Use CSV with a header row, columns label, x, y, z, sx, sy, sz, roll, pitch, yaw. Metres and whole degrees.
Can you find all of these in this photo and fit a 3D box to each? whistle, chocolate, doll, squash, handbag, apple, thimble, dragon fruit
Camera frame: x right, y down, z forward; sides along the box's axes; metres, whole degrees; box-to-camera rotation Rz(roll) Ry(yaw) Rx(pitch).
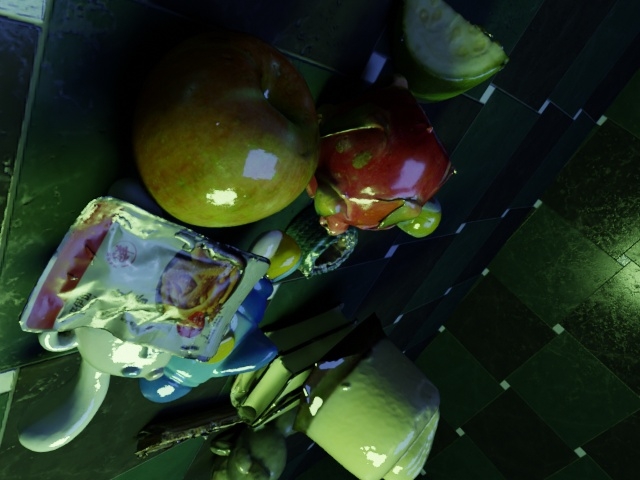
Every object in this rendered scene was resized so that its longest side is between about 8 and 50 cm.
label,x,y,z,sx,sy,sz,roll,pitch,yaw
whistle,0.211,-0.078,1.090,0.223,0.123,0.123,12,118,-43
chocolate,-0.291,0.443,1.092,0.102,0.065,0.329,-21,163,23
doll,-0.170,0.683,1.419,0.379,0.252,0.382,-22,151,-41
doll,-0.190,0.111,0.643,0.366,0.187,0.376,4,140,-51
squash,0.183,-0.311,0.798,0.111,0.203,0.288,-53,-171,10
handbag,-0.043,0.329,1.207,0.359,0.160,0.236,-10,140,-52
apple,-0.099,-0.107,0.475,0.196,0.196,0.196,-36,152,-23
chocolate,0.141,0.396,1.089,0.314,0.297,0.326,-32,142,-45
thimble,0.002,-0.002,0.887,0.135,0.090,0.118,-29,146,-29
dragon fruit,0.077,-0.120,0.698,0.227,0.224,0.224,-20,159,17

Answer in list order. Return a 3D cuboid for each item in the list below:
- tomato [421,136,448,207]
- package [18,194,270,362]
label,x,y,z,sx,sy,sz,roll,pitch,yaw
tomato,0.153,-0.130,0.882,0.195,0.136,0.195,-33,151,-21
package,-0.169,0.053,0.493,0.239,0.030,0.154,29,97,-47
